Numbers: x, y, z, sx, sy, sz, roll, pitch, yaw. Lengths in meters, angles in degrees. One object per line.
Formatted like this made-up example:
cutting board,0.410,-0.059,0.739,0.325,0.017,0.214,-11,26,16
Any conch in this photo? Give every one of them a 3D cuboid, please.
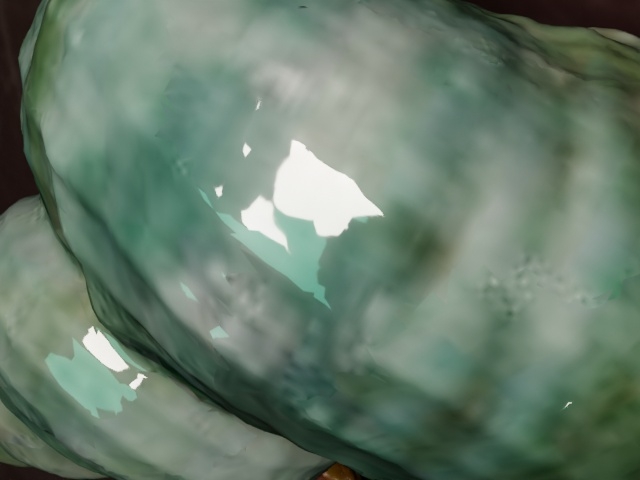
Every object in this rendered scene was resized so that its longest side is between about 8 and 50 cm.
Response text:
conch,0.000,0.000,0.503,0.277,0.195,0.220,-27,125,21

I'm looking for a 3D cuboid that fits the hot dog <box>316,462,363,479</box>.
hot dog,-0.016,0.103,0.634,0.088,0.061,0.286,-21,100,57
